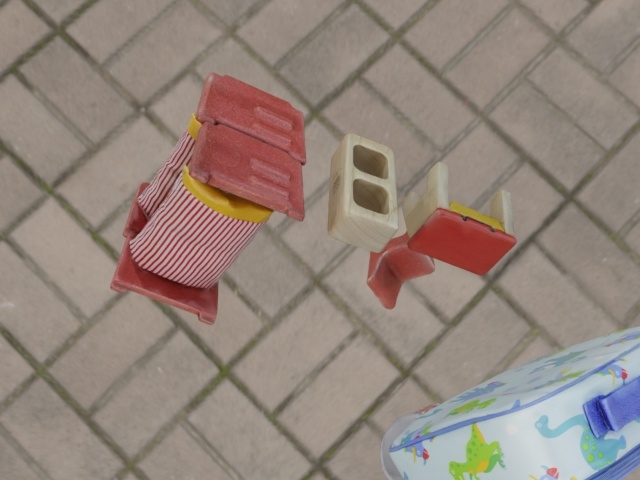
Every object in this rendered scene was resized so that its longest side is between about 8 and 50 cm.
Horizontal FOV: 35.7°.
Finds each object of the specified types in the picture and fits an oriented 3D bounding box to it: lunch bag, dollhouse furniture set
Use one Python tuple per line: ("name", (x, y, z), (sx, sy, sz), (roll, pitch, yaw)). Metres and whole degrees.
("lunch bag", (0.173, 0.134, 0.724), (0.219, 0.176, 0.090), (-18, 81, -43))
("dollhouse furniture set", (0.000, 0.000, 1.041), (0.374, 0.201, 0.152), (21, 45, -20))

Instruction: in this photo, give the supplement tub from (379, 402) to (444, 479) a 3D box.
("supplement tub", (0.136, 0.211, 0.932), (0.106, 0.198, 0.106), (-14, 65, 32))
